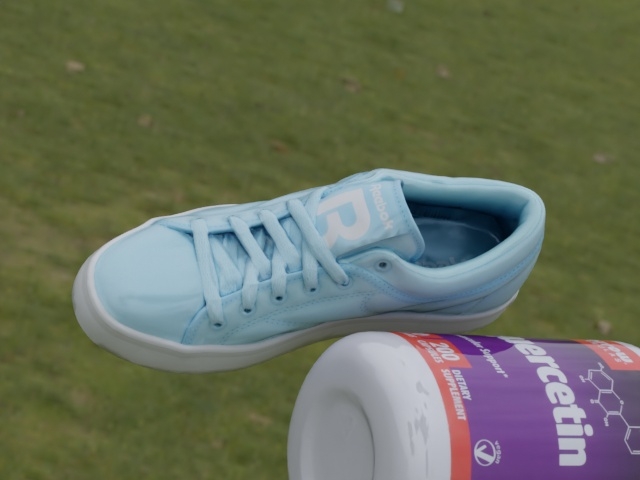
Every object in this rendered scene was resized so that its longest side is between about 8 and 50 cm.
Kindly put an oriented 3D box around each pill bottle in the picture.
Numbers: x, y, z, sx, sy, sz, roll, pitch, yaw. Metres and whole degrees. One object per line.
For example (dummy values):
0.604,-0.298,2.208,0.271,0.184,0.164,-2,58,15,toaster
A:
0.150,0.161,1.265,0.323,0.181,0.181,3,23,-31,pill bottle

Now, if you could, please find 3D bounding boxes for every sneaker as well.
0.000,0.000,1.276,0.366,0.150,0.135,-8,60,-24,sneaker
